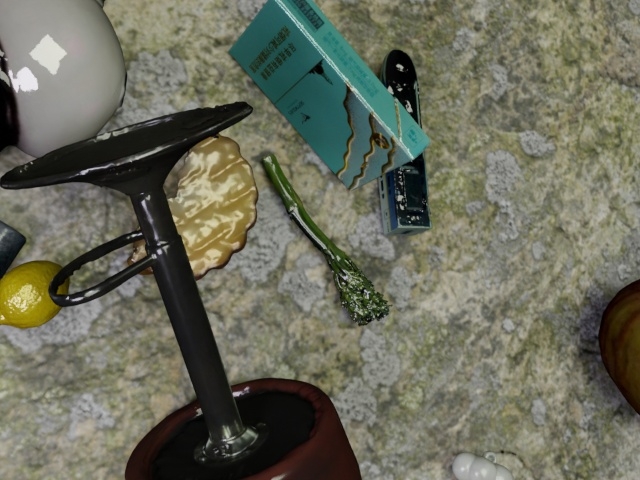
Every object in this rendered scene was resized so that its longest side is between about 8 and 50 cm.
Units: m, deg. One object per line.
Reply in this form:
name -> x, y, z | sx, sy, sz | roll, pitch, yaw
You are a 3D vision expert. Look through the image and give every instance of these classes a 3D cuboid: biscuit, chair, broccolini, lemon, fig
biscuit -> -0.134, -0.026, 0.886 | 0.118, 0.061, 0.183 | 35, 71, -16
chair -> -0.114, 0.093, 0.748 | 0.226, 0.226, 0.401 | -25, 109, -25
broccolini -> 0.000, 0.000, 0.954 | 0.239, 0.051, 0.054 | 54, 22, 0
lemon -> -0.291, 0.055, 0.800 | 0.092, 0.065, 0.065 | -38, 97, -29
fig -> 0.481, 0.208, 1.061 | 0.217, 0.217, 0.321 | -11, 107, -25

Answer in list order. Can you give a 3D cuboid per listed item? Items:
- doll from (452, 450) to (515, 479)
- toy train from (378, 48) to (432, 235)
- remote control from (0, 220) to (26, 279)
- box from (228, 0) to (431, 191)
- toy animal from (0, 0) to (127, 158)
doll -> 0.180, 0.330, 0.957 | 0.106, 0.062, 0.162 | 29, 69, -21
toy train -> 0.099, -0.124, 1.010 | 0.052, 0.051, 0.234 | 1, 77, -24
remote control -> -0.424, 0.128, 0.741 | 0.107, 0.044, 0.378 | 31, 70, -8
box -> 0.005, -0.167, 0.915 | 0.229, 0.162, 0.041 | 48, 67, -9
toy animal -> -0.307, -0.163, 0.778 | 0.235, 0.165, 0.187 | -24, 94, -27
